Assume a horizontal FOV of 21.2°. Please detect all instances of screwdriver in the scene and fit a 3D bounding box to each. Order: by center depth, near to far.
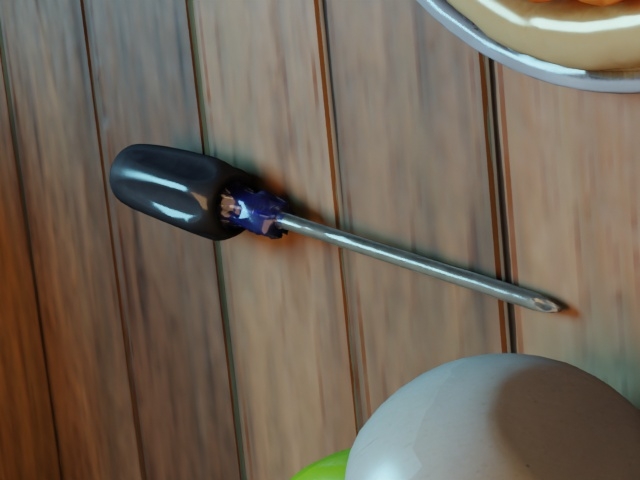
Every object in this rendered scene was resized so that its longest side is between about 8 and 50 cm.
[{"bbox_3d":[0.000,0.000,0.452,0.170,0.024,0.025,21,149,42],"label":"screwdriver"}]

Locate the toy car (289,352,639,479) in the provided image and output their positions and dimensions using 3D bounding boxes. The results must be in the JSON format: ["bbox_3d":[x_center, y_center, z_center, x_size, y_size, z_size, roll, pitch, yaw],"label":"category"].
[{"bbox_3d":[0.024,0.127,0.357,0.182,0.136,0.159,53,140,29],"label":"toy car"}]

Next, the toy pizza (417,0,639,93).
[{"bbox_3d":[0.043,-0.127,0.329,0.201,0.032,0.201,24,121,48],"label":"toy pizza"}]
